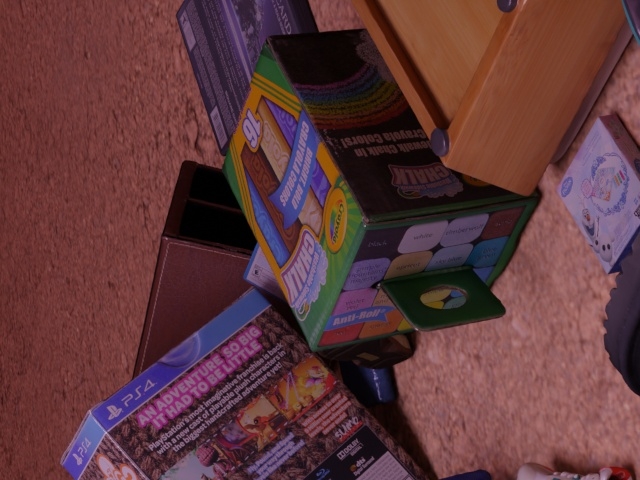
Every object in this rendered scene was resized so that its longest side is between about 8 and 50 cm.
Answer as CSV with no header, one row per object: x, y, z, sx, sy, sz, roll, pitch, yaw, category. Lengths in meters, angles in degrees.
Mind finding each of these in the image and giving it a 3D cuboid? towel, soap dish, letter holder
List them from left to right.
-0.088,0.094,1.816,0.152,0.214,0.302,-82,6,-55,letter holder
0.044,0.114,1.664,0.067,0.029,0.119,-22,78,54,towel
0.124,-0.214,1.304,0.291,0.118,0.229,64,149,32,soap dish

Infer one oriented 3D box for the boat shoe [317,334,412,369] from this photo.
0.030,0.075,1.544,0.190,0.068,0.072,38,-145,-67,boat shoe

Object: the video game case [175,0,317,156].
-0.088,-0.242,1.814,0.274,0.026,0.196,-47,57,57,video game case

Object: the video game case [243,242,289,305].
0.000,0.000,1.623,0.119,0.015,0.166,30,120,12,video game case

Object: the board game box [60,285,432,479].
-0.069,0.237,1.598,0.291,0.232,0.141,48,146,8,board game box

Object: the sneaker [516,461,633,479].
0.226,0.212,1.330,0.161,0.057,0.075,40,116,54,sneaker

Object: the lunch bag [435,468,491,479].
0.125,0.452,1.399,0.328,0.238,0.386,43,128,47,lunch bag

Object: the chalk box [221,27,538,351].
0.059,-0.027,1.425,0.289,0.180,0.179,64,149,32,chalk box

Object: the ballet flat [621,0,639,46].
0.240,-0.213,1.134,0.074,0.074,0.203,-40,61,60,ballet flat

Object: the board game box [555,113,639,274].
0.229,-0.036,1.265,0.090,0.020,0.090,63,149,30,board game box

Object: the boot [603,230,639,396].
0.373,0.109,0.921,0.445,0.146,0.367,54,145,34,boot
